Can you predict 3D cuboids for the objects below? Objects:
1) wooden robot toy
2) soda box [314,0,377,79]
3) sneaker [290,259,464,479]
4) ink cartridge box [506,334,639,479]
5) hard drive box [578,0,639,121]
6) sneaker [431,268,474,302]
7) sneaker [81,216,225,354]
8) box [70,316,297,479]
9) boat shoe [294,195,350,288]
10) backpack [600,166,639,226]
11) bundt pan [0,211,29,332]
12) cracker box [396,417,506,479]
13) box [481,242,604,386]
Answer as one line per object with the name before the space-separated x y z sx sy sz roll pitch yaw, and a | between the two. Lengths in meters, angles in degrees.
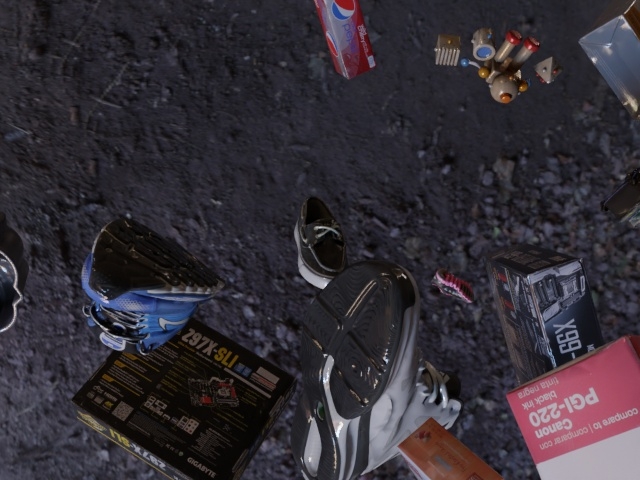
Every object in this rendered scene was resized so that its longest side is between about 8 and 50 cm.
wooden robot toy | 0.231 -0.214 0.874 0.173 0.076 0.079 15 58 -11
soda box | 0.051 -0.530 1.655 0.083 0.092 0.263 -25 124 -7
sneaker | 0.112 0.186 1.045 0.257 0.169 0.448 -14 136 -31
ink cartridge box | 0.224 0.175 0.419 0.092 0.218 0.158 -37 150 31
hard drive box | 0.582 -0.353 1.225 0.181 0.089 0.232 50 54 -10
sneaker | 0.328 0.120 1.721 0.119 0.057 0.047 37 46 -4
sneaker | -0.202 0.073 0.803 0.129 0.330 0.147 36 84 6
box | -0.244 0.286 1.260 0.257 0.322 0.079 -54 164 -36
boat shoe | 0.000 0.000 1.096 0.077 0.219 0.070 2 119 -16
backpack | 0.588 -0.083 1.248 0.114 0.084 0.105 -26 156 -35
bundt pan | -0.671 0.032 1.207 0.330 0.124 0.331 -1 124 -1
cracker box | 0.206 0.355 0.883 0.067 0.155 0.232 -37 116 -11
box | 0.331 0.167 0.981 0.076 0.242 0.308 -17 94 1
